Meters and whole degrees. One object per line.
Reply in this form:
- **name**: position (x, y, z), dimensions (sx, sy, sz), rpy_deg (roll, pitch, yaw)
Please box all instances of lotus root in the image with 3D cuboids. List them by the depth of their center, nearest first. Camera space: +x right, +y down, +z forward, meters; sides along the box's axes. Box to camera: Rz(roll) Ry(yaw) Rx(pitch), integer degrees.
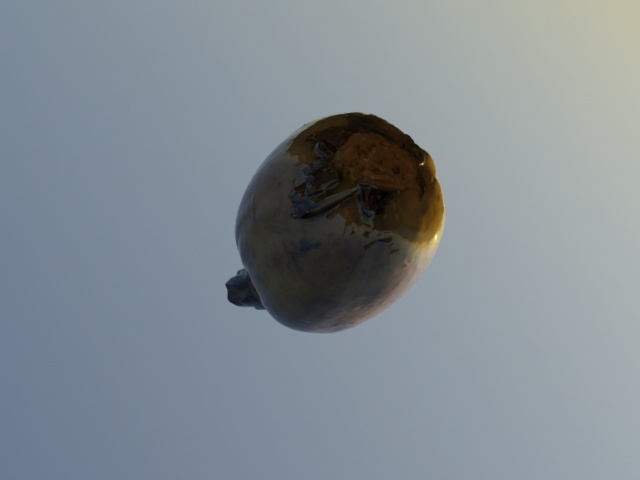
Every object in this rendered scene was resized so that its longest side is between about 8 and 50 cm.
- **lotus root**: position (0.000, 0.000, 1.548), dimensions (0.183, 0.310, 0.182), rpy_deg (14, -123, -22)
